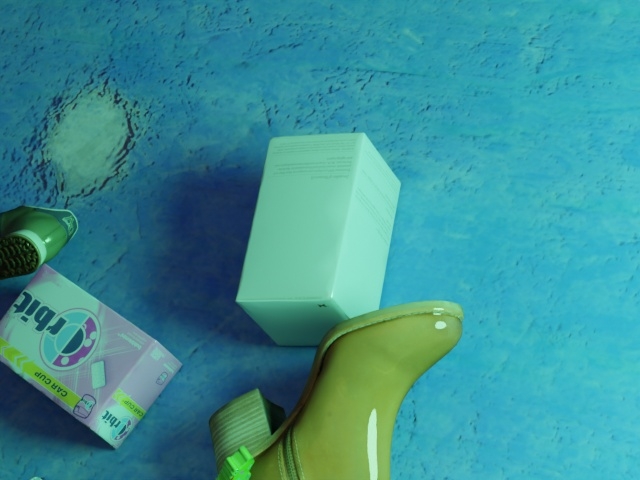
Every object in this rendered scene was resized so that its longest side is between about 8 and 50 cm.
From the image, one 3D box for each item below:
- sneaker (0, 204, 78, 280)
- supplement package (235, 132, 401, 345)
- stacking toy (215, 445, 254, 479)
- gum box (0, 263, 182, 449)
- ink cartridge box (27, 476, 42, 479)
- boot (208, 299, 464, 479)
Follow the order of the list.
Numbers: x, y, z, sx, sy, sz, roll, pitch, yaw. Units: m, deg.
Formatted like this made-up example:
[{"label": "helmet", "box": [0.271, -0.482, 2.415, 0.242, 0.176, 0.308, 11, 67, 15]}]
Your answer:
[{"label": "sneaker", "box": [-0.335, 0.002, 1.941, 0.192, 0.064, 0.086, -5, 25, 42]}, {"label": "supplement package", "box": [0.000, 0.000, 1.748, 0.105, 0.105, 0.179, -2, 61, 25]}, {"label": "stacking toy", "box": [-0.086, 0.317, 1.589, 0.167, 0.052, 0.221, 49, 118, 36]}, {"label": "gum box", "box": [-0.244, 0.112, 1.827, 0.188, 0.062, 0.107, 31, 78, 35]}, {"label": "ink cartridge box", "box": [-0.323, 0.341, 1.698, 0.218, 0.092, 0.159, -28, 45, 15]}, {"label": "boot", "box": [0.036, 0.197, 1.609, 0.283, 0.109, 0.220, -30, 57, 13]}]
